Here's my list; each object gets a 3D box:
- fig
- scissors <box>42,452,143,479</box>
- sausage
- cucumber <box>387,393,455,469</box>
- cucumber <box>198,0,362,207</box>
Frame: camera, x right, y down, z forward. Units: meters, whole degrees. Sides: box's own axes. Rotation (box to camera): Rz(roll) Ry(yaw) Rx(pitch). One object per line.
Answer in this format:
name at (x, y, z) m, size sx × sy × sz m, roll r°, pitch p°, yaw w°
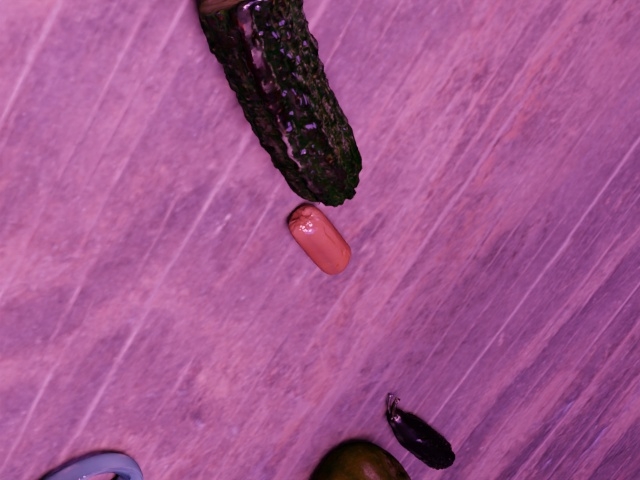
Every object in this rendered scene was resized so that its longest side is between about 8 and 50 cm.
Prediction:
fig at (0.071, 0.295, 1.301) m, size 0.117 × 0.177 × 0.117 m, roll -41°, pitch 154°, yaw -25°
scissors at (-0.318, 0.276, 1.074) m, size 0.393 × 0.032 × 0.180 m, roll -9°, pitch 134°, yaw -34°
sausage at (0.000, 0.000, 1.055) m, size 0.034 × 0.034 × 0.083 m, roll -40°, pitch 142°, yaw 1°
cucumber at (0.106, 0.214, 1.356) m, size 0.043 × 0.039 × 0.163 m, roll -59°, pitch 145°, yaw -8°
cucumber at (-0.021, -0.100, 0.904) m, size 0.077 × 0.077 × 0.265 m, roll -34°, pitch 141°, yaw -7°
